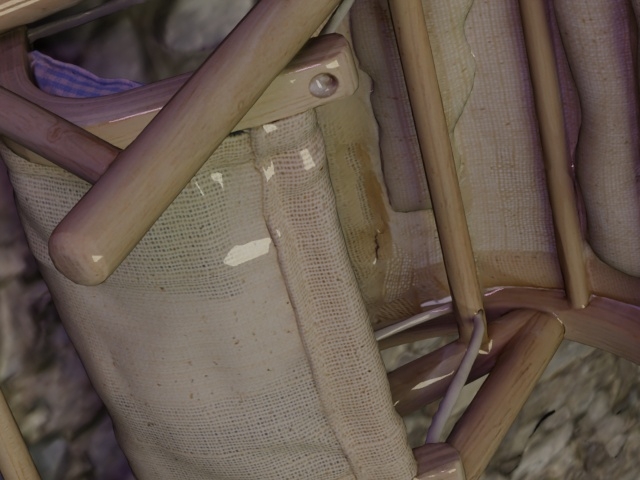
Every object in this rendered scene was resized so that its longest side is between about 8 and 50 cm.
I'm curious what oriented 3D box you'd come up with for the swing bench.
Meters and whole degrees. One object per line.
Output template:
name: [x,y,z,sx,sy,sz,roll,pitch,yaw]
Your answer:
swing bench: [0.000,0.000,0.617,0.254,0.165,0.253,-37,133,-26]
